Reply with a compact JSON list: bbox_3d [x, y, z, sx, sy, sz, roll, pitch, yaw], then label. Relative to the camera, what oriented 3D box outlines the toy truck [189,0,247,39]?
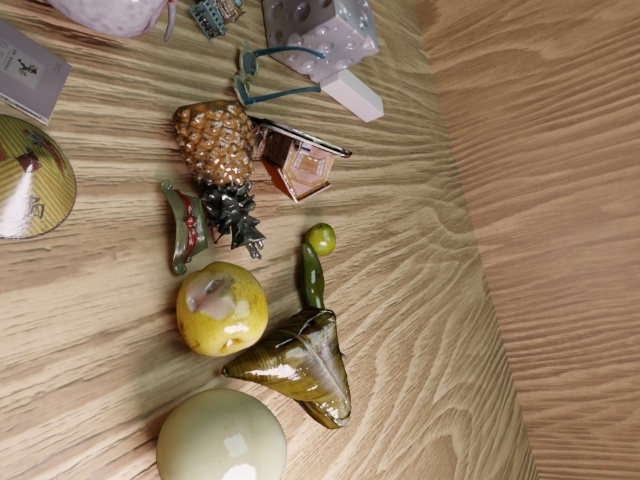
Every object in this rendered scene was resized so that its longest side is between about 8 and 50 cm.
[{"bbox_3d":[-0.266,-0.580,1.046,0.177,0.080,0.115,56,45,-41],"label":"toy truck"}]

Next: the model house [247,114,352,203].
[{"bbox_3d":[-0.084,-0.186,1.063,0.207,0.294,0.153,15,102,-24],"label":"model house"}]

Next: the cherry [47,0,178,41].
[{"bbox_3d":[-0.364,-0.505,0.730,0.335,0.291,0.326,-1,89,-37],"label":"cherry"}]

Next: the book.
[{"bbox_3d":[-0.483,-0.276,0.683,0.182,0.014,0.127,33,52,-45],"label":"book"}]

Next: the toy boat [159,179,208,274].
[{"bbox_3d":[-0.259,-0.029,0.867,0.089,0.071,0.184,134,-54,-79],"label":"toy boat"}]

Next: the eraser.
[{"bbox_3d":[0.114,-0.515,1.588,0.298,0.078,0.076,16,65,-52],"label":"eraser"}]

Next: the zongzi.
[{"bbox_3d":[-0.063,0.318,0.981,0.288,0.134,0.285,-24,103,-42],"label":"zongzi"}]

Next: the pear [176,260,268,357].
[{"bbox_3d":[-0.184,0.123,0.838,0.178,0.178,0.177,26,57,-49],"label":"pear"}]

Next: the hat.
[{"bbox_3d":[-0.426,-0.101,0.640,0.193,0.082,0.192,26,58,-50],"label":"hat"}]

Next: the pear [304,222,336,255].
[{"bbox_3d":[0.000,0.000,1.221,0.092,0.092,0.096,-48,133,-52],"label":"pear"}]

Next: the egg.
[{"bbox_3d":[-0.156,0.352,0.759,0.254,0.189,0.188,42,45,-48],"label":"egg"}]

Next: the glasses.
[{"bbox_3d":[-0.103,-0.408,1.145,0.088,0.221,0.189,96,-1,-60],"label":"glasses"}]

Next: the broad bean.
[{"bbox_3d":[-0.008,0.161,1.168,0.075,0.067,0.324,-14,91,-26],"label":"broad bean"}]

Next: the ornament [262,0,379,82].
[{"bbox_3d":[-0.002,-0.654,1.327,0.240,0.239,0.239,5,74,-55],"label":"ornament"}]

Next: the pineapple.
[{"bbox_3d":[-0.195,-0.113,0.936,0.169,0.169,0.340,-25,106,-56],"label":"pineapple"}]
